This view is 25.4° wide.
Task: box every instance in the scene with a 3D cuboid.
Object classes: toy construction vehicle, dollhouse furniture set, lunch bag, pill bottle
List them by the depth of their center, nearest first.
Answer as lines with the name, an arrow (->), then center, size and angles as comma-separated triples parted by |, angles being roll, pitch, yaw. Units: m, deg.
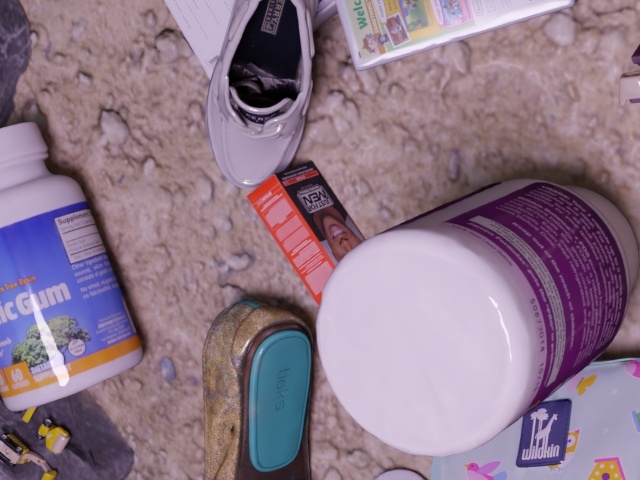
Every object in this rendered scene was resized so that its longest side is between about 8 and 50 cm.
pill bottle -> 0.139, 0.044, 1.100 | 0.169, 0.301, 0.169 | 9, 107, 30
dollhouse furniture set -> 0.302, -0.109, 1.102 | 0.114, 0.091, 0.081 | -4, 116, 29
lunch bag -> 0.218, 0.230, 1.191 | 0.223, 0.160, 0.262 | -11, 85, 36
pill bottle -> -0.296, 0.024, 1.453 | 0.152, 0.152, 0.272 | -20, 93, 34
toy construction vehicle -> -0.324, 0.215, 1.595 | 0.098, 0.035, 0.086 | 33, 106, 18

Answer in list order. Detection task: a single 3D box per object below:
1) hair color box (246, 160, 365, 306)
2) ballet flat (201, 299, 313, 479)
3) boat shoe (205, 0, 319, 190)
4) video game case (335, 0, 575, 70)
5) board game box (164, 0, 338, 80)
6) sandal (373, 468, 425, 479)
hair color box -> 0.000, 0.000, 1.313 | 0.043, 0.072, 0.141 | -37, 83, 33
ballet flat -> -0.072, 0.221, 1.402 | 0.123, 0.123, 0.348 | 14, 110, 28
boat shoe -> -0.050, -0.134, 1.254 | 0.096, 0.088, 0.267 | 15, 133, -5
video game case -> 0.091, -0.270, 1.184 | 0.193, 0.023, 0.212 | -15, 95, 15
board game box -> -0.094, -0.315, 1.299 | 0.193, 0.053, 0.305 | -32, 85, 33
sandal -> 0.092, 0.353, 1.355 | 0.102, 0.076, 0.265 | -3, 80, 18
